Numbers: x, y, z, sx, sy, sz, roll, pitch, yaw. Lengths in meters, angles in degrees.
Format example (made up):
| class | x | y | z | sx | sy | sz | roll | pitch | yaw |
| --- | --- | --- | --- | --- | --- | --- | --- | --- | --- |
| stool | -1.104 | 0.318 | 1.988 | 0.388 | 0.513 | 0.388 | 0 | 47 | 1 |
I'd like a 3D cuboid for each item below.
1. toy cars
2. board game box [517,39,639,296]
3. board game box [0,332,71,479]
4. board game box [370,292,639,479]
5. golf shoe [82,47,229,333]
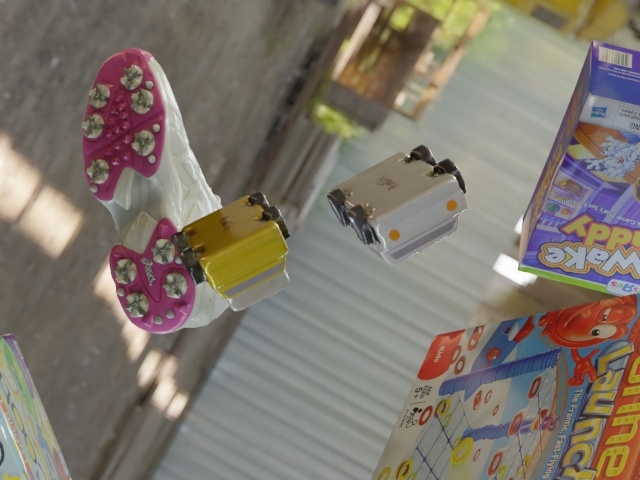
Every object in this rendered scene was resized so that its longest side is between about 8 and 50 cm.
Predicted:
| class | x | y | z | sx | sy | sz | roll | pitch | yaw |
| --- | --- | --- | --- | --- | --- | --- | --- | --- | --- |
| toy cars | 0.000 | 0.000 | 1.455 | 0.394 | 0.087 | 0.176 | -13 | -161 | 43 |
| board game box | 0.381 | -0.033 | 1.457 | 0.233 | 0.347 | 0.078 | 104 | -1 | -47 |
| board game box | -0.292 | 0.161 | 1.218 | 0.144 | 0.142 | 0.275 | -21 | 180 | -6 |
| board game box | 0.167 | 0.193 | 1.229 | 0.302 | 0.086 | 0.308 | -17 | -143 | 47 |
| golf shoe | -0.166 | -0.050 | 1.679 | 0.140 | 0.115 | 0.306 | 6 | 72 | -59 |
